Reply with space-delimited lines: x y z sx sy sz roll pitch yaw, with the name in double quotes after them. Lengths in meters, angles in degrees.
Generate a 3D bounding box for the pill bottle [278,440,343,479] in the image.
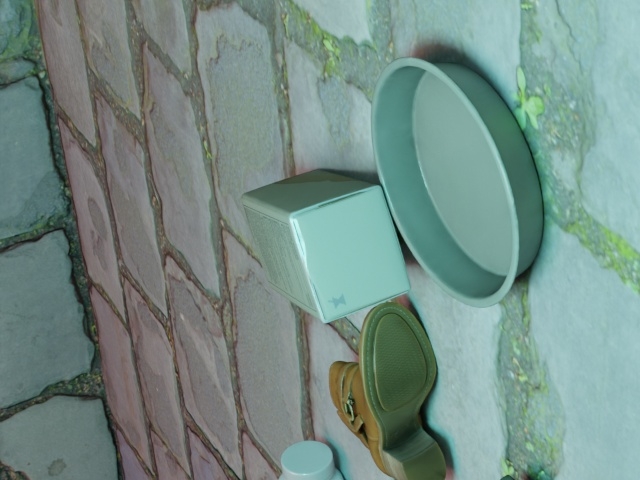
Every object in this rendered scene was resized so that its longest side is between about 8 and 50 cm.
-0.013 0.421 2.428 0.112 0.112 0.186 41 146 50 "pill bottle"

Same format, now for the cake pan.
0.153 -0.070 1.670 0.293 0.054 0.293 50 152 40 "cake pan"

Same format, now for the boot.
0.078 0.191 2.048 0.220 0.109 0.283 32 145 63 "boot"

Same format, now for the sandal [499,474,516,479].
0.251 0.420 1.836 0.120 0.086 0.302 43 148 52 "sandal"

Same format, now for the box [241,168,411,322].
0.000 0.000 1.929 0.311 0.121 0.148 -153 45 -74 "box"
